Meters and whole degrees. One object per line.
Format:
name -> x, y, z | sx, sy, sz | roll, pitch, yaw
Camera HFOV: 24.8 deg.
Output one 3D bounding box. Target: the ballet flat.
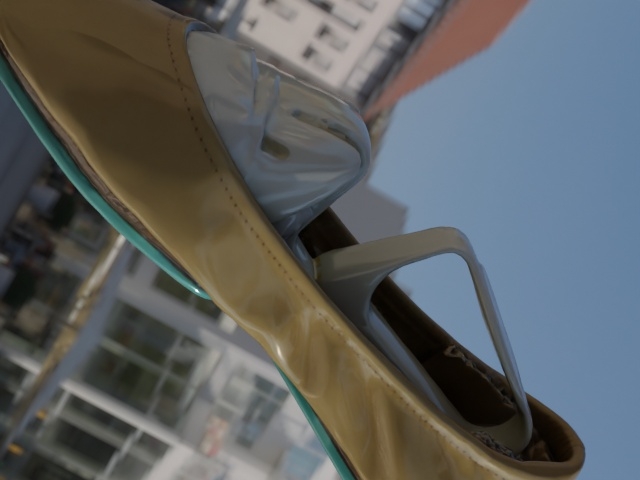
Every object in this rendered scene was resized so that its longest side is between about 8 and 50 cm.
ballet flat -> 0.000, 0.000, 0.421 | 0.073, 0.232, 0.080 | -30, -154, 17
